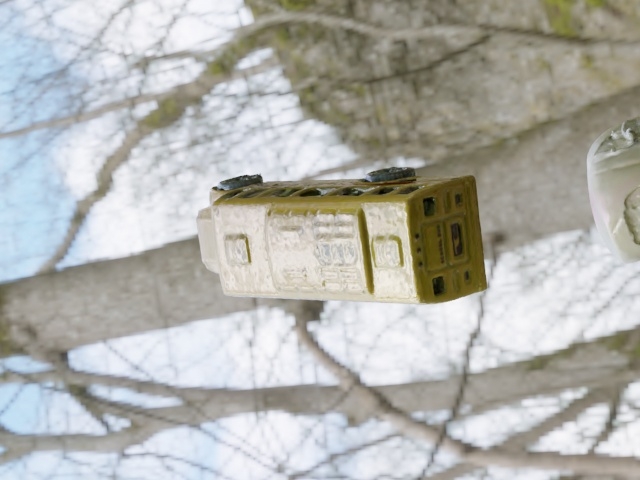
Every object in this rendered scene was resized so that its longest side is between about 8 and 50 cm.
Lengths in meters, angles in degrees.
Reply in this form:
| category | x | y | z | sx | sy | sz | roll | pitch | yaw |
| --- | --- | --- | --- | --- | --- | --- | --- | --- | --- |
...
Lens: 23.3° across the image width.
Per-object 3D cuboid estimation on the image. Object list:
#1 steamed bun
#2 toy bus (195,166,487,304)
| category | x | y | z | sx | sy | sz | roll | pitch | yaw |
| --- | --- | --- | --- | --- | --- | --- | --- | --- | --- |
| steamed bun | 0.397 | -0.085 | 1.858 | 0.152 | 0.170 | 0.238 | 60 | -158 | -13 |
| toy bus | 0.000 | 0.000 | 1.483 | 0.123 | 0.336 | 0.121 | -18 | -76 | -46 |
